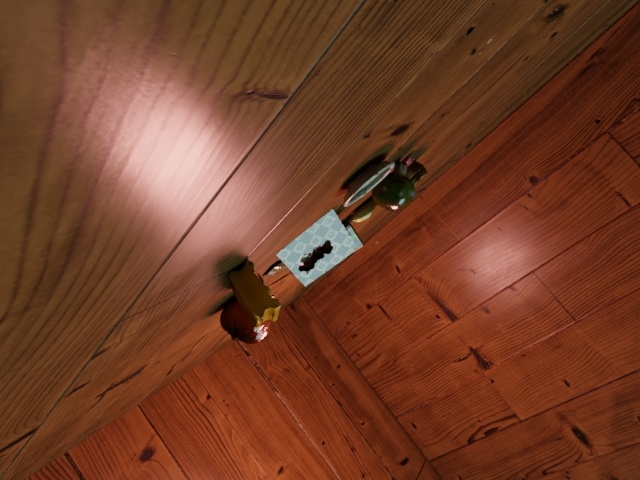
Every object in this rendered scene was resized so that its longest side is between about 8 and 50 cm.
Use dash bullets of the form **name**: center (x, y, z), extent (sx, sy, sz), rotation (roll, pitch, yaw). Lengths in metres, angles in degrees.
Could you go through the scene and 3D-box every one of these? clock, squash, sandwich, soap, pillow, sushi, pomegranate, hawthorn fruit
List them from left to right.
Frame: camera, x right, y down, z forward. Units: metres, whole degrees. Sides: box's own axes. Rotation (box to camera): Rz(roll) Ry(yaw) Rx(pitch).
- **hawthorn fruit**: center (-0.303, 0.324, 2.065), extent (0.261, 0.224, 0.224), rotation (-48, 179, -35)
- **soap**: center (-0.239, 0.205, 1.687), extent (0.096, 0.204, 0.324), rotation (-33, 170, -15)
- **pillow**: center (-0.157, 0.114, 2.098), extent (0.217, 0.033, 0.130), rotation (-21, 168, -42)
- **sushi**: center (-0.015, 0.028, 1.938), extent (0.290, 0.050, 0.264), rotation (-37, 131, 2)
- **squash**: center (0.211, -0.133, 2.263), extent (0.200, 0.075, 0.090), rotation (-38, -162, 4)
- **clock**: center (0.163, -0.212, 1.669), extent (0.236, 0.053, 0.236), rotation (-38, 174, -4)
- **pomegranate**: center (0.305, -0.226, 1.923), extent (0.180, 0.179, 0.210), rotation (-18, 122, -69)
- **sandwich**: center (0.355, -0.243, 2.197), extent (0.288, 0.100, 0.254), rotation (-44, 177, 37)

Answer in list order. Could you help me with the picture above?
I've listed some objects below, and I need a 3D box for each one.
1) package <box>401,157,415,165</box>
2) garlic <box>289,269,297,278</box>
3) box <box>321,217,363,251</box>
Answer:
- **package**: center (0.365, -0.332, 2.001), extent (0.083, 0.029, 0.059), rotation (-33, 173, 32)
- **garlic**: center (-0.088, 0.135, 2.411), extent (0.129, 0.090, 0.198), rotation (-53, 165, 12)
- **box**: center (0.050, 0.020, 2.042), extent (0.240, 0.071, 0.159), rotation (-31, 132, 7)
